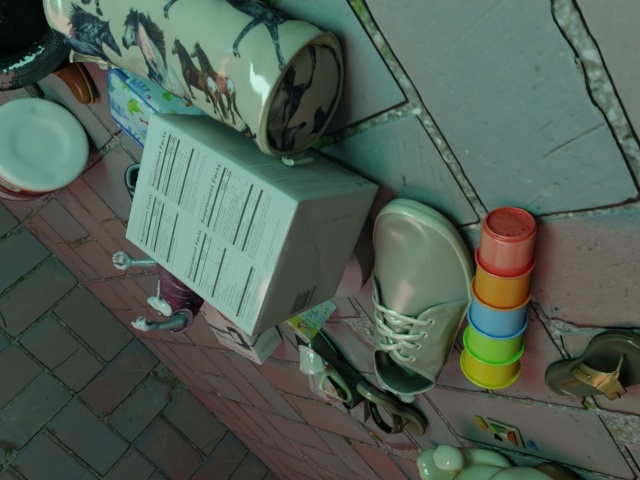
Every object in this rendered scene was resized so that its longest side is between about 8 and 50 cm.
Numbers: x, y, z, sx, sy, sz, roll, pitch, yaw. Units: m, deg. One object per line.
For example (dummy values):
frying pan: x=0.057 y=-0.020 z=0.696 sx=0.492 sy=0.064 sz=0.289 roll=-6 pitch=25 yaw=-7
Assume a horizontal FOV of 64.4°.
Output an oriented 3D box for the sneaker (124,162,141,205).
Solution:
sneaker: x=-0.339 y=-0.068 z=1.162 sx=0.282 sy=0.099 sz=0.153 roll=36 pitch=151 yaw=13

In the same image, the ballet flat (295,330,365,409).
ballet flat: x=0.014 y=0.315 z=1.264 sx=0.280 sy=0.096 sz=0.095 roll=48 pitch=150 yaw=-11

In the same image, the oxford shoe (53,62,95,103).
oxford shoe: x=-0.543 y=-0.363 z=1.033 sx=0.076 sy=0.076 sz=0.212 roll=9 pitch=138 yaw=40

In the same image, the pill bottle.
pill bottle: x=-0.776 y=-0.219 z=1.328 sx=0.392 sy=0.224 sz=0.224 roll=-2 pitch=129 yaw=50

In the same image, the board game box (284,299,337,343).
board game box: x=-0.053 y=0.131 z=1.095 sx=0.154 sy=0.103 sz=0.026 roll=42 pitch=149 yaw=-2

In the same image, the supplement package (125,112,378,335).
supplement package: x=-0.101 y=-0.039 z=0.728 sx=0.263 sy=0.199 sz=0.197 roll=32 pitch=116 yaw=25

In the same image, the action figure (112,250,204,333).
action figure: x=-0.293 y=0.059 z=1.109 sx=0.248 sy=0.276 sz=0.370 roll=61 pitch=148 yaw=29

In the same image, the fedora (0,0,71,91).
fedora: x=-0.524 y=-0.388 z=0.854 sx=0.334 sy=0.334 sz=0.152 roll=38 pitch=180 yaw=4

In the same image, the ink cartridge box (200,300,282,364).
ink cartridge box: x=-0.226 y=0.212 z=1.394 sx=0.172 sy=0.100 sz=0.237 roll=19 pitch=143 yaw=34

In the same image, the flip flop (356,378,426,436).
flip flop: x=0.159 y=0.411 z=1.203 sx=0.112 sy=0.080 sz=0.277 roll=19 pitch=161 yaw=42

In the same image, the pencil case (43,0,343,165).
pencil case: x=-0.167 y=-0.253 z=0.669 sx=0.411 sy=0.160 sz=0.183 roll=31 pitch=133 yaw=16

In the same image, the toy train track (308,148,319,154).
toy train track: x=-0.029 y=-0.151 z=0.794 sx=0.048 sy=0.014 sz=0.083 roll=17 pitch=142 yaw=34

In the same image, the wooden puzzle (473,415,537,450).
wooden puzzle: x=0.379 y=0.400 z=1.051 sx=0.116 sy=0.014 sz=0.078 roll=-1 pitch=130 yaw=48

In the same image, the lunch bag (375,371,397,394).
lunch bag: x=0.155 y=0.272 z=1.078 sx=0.053 sy=0.071 sz=0.083 roll=13 pitch=139 yaw=40

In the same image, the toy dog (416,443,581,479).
toy dog: x=0.377 y=0.605 z=1.063 sx=0.396 sy=0.284 sz=0.407 roll=35 pitch=147 yaw=9

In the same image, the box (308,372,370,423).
box: x=0.052 y=0.423 z=1.420 sx=0.186 sy=0.038 sz=0.145 roll=27 pitch=146 yaw=24

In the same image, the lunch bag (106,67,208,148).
lunch bag: x=-0.284 y=-0.212 z=0.927 sx=0.219 sy=0.090 sz=0.176 roll=43 pitch=152 yaw=-2

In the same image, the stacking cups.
stacking cups: x=0.250 y=0.085 z=0.727 sx=0.096 sy=0.096 sz=0.316 roll=19 pitch=139 yaw=32

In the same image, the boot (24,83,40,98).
boot: x=-0.701 y=-0.389 z=1.208 sx=0.106 sy=0.037 sz=0.114 roll=26 pitch=146 yaw=47

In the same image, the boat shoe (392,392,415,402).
boat shoe: x=0.177 y=0.335 z=1.174 sx=0.100 sy=0.035 sz=0.035 roll=38 pitch=153 yaw=17

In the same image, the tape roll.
tape roll: x=0.000 y=0.000 z=0.900 sx=0.219 sy=0.072 sz=0.219 roll=29 pitch=148 yaw=20

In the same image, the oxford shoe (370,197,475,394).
oxford shoe: x=0.150 y=0.121 z=0.837 sx=0.169 sy=0.130 sz=0.449 roll=25 pitch=145 yaw=28

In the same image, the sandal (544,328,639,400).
sandal: x=0.391 y=0.194 z=0.725 sx=0.090 sy=0.060 sz=0.219 roll=37 pitch=149 yaw=6
